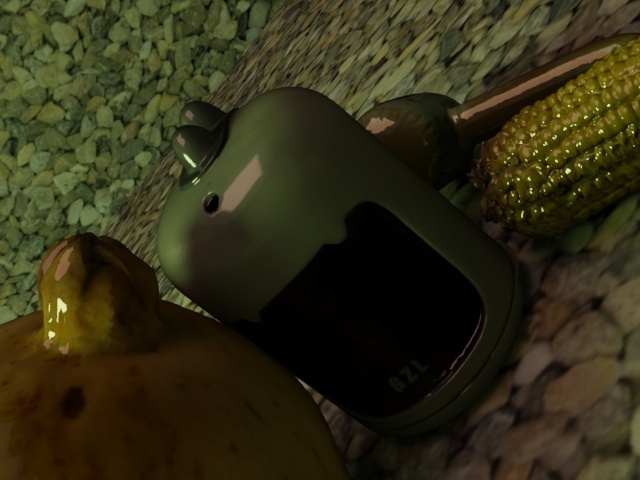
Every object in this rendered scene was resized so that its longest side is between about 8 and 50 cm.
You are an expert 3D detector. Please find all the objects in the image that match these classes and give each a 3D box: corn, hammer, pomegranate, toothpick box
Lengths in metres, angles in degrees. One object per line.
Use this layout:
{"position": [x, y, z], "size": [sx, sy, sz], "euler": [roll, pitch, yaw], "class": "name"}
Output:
{"position": [0.255, -0.104, 0.601], "size": [0.317, 0.115, 0.115], "euler": [-35, 28, 29], "class": "corn"}
{"position": [0.181, -0.132, 0.772], "size": [0.305, 0.113, 0.202], "euler": [-21, 8, 27], "class": "hammer"}
{"position": [-0.149, 0.194, 0.548], "size": [0.410, 0.410, 0.410], "euler": [-41, 26, 24], "class": "pomegranate"}
{"position": [0.000, 0.000, 0.665], "size": [0.229, 0.316, 0.229], "euler": [-41, 24, 23], "class": "toothpick box"}
